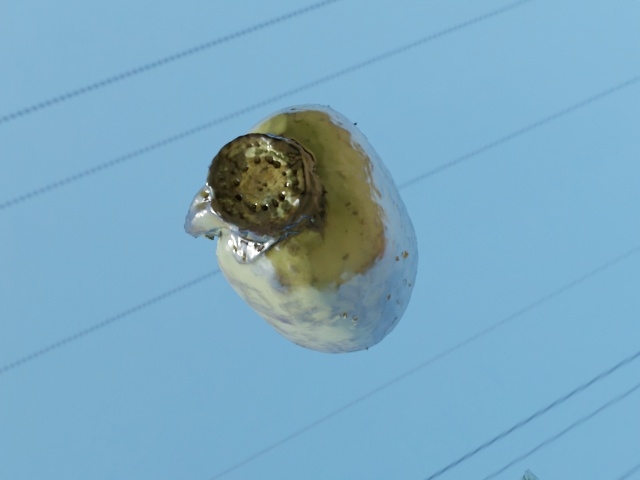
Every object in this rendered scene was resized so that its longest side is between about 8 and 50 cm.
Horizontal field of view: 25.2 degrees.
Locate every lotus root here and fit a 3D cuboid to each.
[{"bbox_3d":[0.000,0.000,1.145,0.173,0.309,0.173,-3,-107,11],"label":"lotus root"}]

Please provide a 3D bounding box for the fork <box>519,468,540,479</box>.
[{"bbox_3d":[0.012,0.055,0.236,0.039,0.021,0.235,38,-166,32],"label":"fork"}]
